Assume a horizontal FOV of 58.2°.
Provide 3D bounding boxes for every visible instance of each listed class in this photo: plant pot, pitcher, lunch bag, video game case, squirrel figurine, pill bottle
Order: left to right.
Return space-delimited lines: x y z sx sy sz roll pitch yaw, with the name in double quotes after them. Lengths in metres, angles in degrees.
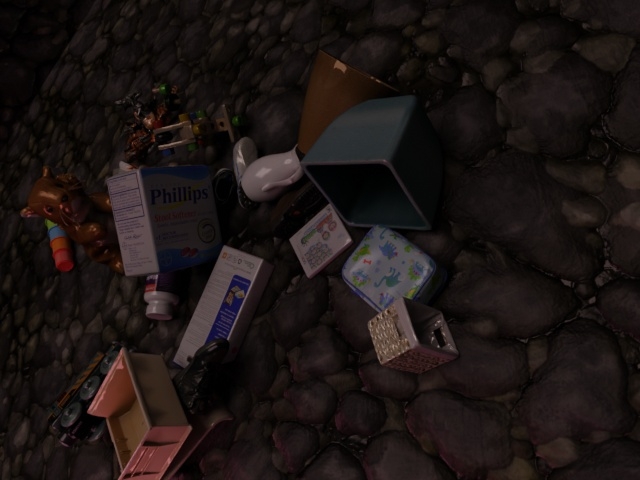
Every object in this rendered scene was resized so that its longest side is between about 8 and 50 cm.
-0.854 -0.097 2.003 0.397 0.370 0.281 15 80 41 "squirrel figurine"
-0.486 0.142 1.781 0.108 0.108 0.193 -14 62 33 "pill bottle"
-0.123 -0.179 1.614 0.207 0.125 0.177 -26 23 21 "pitcher"
0.000 0.000 1.524 0.157 0.019 0.143 -41 51 16 "video game case"
0.044 -0.335 1.524 0.237 0.237 0.254 46 114 41 "plant pot"
0.152 -0.200 1.356 0.247 0.248 0.252 5 59 40 "plant pot"
0.162 0.079 1.312 0.176 0.090 0.219 -54 48 4 "lunch bag"

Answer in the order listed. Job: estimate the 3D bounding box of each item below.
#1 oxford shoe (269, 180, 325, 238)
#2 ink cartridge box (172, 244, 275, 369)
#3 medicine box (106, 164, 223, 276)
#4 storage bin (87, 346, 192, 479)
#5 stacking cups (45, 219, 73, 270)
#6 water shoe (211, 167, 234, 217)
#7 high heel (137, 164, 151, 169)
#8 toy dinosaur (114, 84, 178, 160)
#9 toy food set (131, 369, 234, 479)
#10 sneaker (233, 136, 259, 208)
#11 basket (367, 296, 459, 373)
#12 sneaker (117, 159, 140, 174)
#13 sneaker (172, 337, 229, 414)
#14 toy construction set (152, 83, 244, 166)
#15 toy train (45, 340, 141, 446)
-0.063 -0.114 1.584 0.227 0.083 0.096 -40 46 16 "oxford shoe"
-0.274 0.206 1.615 0.176 0.069 0.370 17 79 40 "ink cartridge box"
-0.441 -0.062 1.669 0.149 0.263 0.289 -7 95 35 "medicine box"
-0.472 0.462 1.469 0.260 0.123 0.262 -57 46 18 "storage bin"
-1.039 -0.013 2.313 0.096 0.096 0.316 -42 55 16 "stacking cups"
-0.324 -0.125 1.770 0.203 0.073 0.080 -67 23 12 "water shoe"
-0.563 -0.173 1.910 0.082 0.244 0.117 39 91 8 "high heel"
-0.642 -0.452 2.182 0.322 0.164 0.218 -37 65 -3 "toy dinosaur"
-0.386 0.525 1.556 0.306 0.092 0.220 -50 47 -2 "toy food set"
-0.224 -0.200 1.762 0.086 0.085 0.237 134 135 -60 "sneaker"
0.189 0.200 1.188 0.103 0.167 0.113 -35 52 27 "basket"
-0.679 -0.206 2.114 0.262 0.099 0.121 28 96 50 "sneaker"
-0.294 0.357 1.472 0.227 0.087 0.130 -48 52 14 "sneaker"
-0.378 -0.323 1.852 0.237 0.257 0.308 -1 83 24 "toy construction set"
-0.682 0.453 1.745 0.190 0.142 0.334 10 59 47 "toy train"
